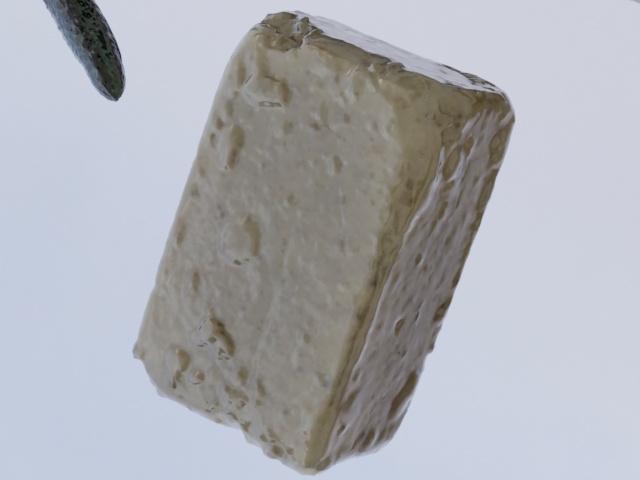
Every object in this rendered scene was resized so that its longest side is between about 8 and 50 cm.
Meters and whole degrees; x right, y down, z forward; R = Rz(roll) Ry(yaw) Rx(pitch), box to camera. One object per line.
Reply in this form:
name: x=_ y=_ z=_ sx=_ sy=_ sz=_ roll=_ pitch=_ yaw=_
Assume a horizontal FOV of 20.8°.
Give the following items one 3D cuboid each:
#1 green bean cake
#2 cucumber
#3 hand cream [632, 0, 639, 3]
green bean cake: x=0.000 y=0.000 z=0.755 sx=0.085 sy=0.109 sz=0.179 roll=-4 pitch=-62 yaw=-58
cucumber: x=-0.160 y=-0.147 z=1.141 sx=0.032 sy=0.032 sz=0.133 roll=-18 pitch=-111 yaw=-36
hand cream: x=0.143 y=-0.142 z=0.864 sx=0.039 sy=0.143 sz=0.061 roll=-62 pitch=-24 yaw=-23
